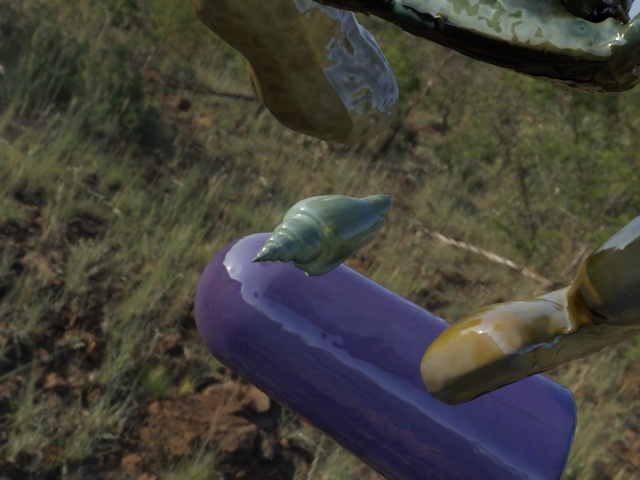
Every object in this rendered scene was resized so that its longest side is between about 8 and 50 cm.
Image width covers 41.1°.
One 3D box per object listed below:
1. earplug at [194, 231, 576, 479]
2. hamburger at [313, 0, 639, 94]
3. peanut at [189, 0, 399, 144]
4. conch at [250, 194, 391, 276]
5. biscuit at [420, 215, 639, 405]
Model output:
[{"bbox_3d":[0.058,0.154,1.008,0.456,0.215,0.215,32,15,-5],"label":"earplug"},{"bbox_3d":[0.092,-0.203,0.498,0.288,0.168,0.192,26,24,17],"label":"hamburger"},{"bbox_3d":[-0.023,-0.211,0.901,0.149,0.149,0.313,45,-2,39],"label":"peanut"},{"bbox_3d":[0.004,0.000,0.864,0.180,0.088,0.065,-20,24,-33],"label":"conch"},{"bbox_3d":[0.228,0.041,0.640,0.290,0.237,0.062,-2,65,-49],"label":"biscuit"}]
